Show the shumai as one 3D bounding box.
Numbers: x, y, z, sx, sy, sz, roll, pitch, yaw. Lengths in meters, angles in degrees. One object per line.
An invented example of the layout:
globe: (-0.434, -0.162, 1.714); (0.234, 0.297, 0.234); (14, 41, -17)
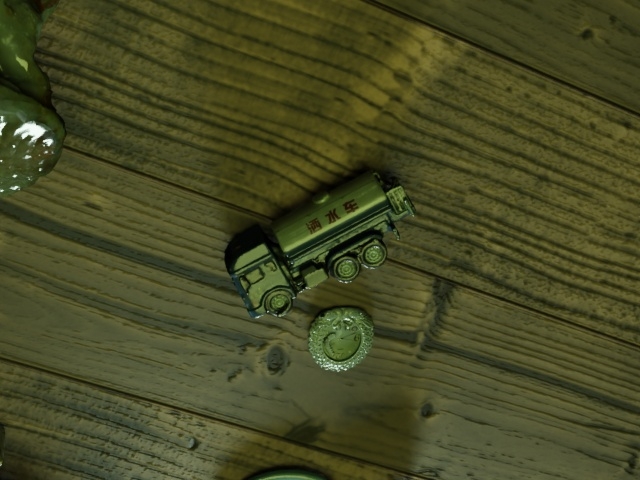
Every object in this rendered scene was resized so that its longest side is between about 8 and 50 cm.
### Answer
shumai: (-0.340, -0.149, 1.197); (0.272, 0.203, 0.222); (-19, 158, 23)

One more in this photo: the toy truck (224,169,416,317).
toy truck: (0.000, 0.000, 1.374); (0.202, 0.074, 0.088); (-28, 116, 3)

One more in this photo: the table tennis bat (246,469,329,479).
table tennis bat: (-0.002, 0.324, 1.575); (0.244, 0.040, 0.153); (-9, 119, -3)

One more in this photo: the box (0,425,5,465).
box: (-0.383, 0.216, 1.412); (0.098, 0.062, 0.045); (20, 116, -24)

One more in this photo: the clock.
clock: (0.023, 0.109, 1.475); (0.074, 0.010, 0.083); (-3, 119, -11)
